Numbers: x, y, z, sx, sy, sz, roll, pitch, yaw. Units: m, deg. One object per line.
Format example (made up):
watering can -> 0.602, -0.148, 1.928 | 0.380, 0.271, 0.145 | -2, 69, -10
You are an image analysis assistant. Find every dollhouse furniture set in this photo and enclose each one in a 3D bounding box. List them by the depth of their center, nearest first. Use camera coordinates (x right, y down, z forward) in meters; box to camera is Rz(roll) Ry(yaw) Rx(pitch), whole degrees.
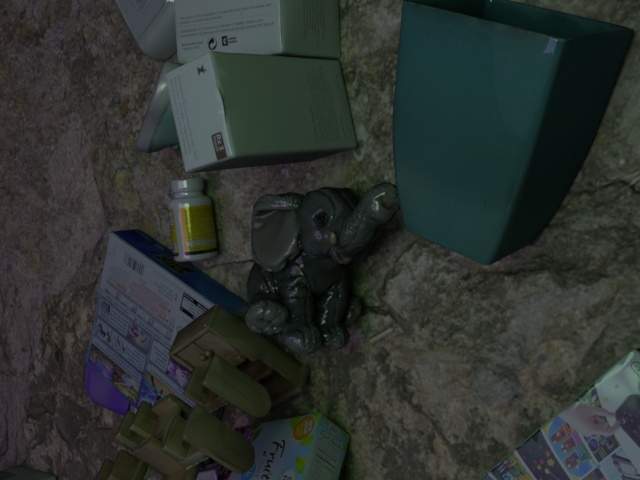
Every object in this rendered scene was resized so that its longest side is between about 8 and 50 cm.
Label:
dollhouse furniture set -> -0.131, 0.230, 1.023 | 0.161, 0.242, 0.212 | 39, 130, -20

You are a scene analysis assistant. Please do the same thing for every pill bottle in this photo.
pill bottle -> -0.186, -0.030, 1.167 | 0.065, 0.065, 0.116 | -2, 96, 39

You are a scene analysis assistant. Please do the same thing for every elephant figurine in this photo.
elephant figurine -> 0.000, 0.000, 0.971 | 0.186, 0.169, 0.239 | 20, 114, 12

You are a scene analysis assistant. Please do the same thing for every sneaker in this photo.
sneaker -> -0.165, -0.155, 1.112 | 0.256, 0.151, 0.094 | 160, 127, -72

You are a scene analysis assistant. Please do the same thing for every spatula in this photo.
spatula -> -0.284, 0.290, 1.320 | 0.296, 0.030, 0.084 | 28, 115, 32

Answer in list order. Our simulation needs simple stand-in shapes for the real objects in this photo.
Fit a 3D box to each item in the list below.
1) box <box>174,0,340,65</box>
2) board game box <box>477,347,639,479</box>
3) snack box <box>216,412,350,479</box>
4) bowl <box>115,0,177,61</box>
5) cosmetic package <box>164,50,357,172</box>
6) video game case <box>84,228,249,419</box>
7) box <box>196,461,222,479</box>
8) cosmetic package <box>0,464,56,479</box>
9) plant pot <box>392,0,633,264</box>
box -> -0.080, -0.311, 1.001 | 0.181, 0.119, 0.182 | 4, 100, 38
board game box -> 0.271, 0.285, 0.777 | 0.303, 0.097, 0.224 | -46, 67, 15
snack box -> -0.067, 0.338, 1.051 | 0.174, 0.207, 0.070 | -20, 130, 40
bowl -> -0.242, -0.347, 1.170 | 0.142, 0.053, 0.142 | -39, 72, 38
cosmetic package -> -0.062, -0.148, 0.940 | 0.085, 0.231, 0.117 | -13, 88, 39
video game case -> -0.244, 0.148, 1.245 | 0.269, 0.061, 0.244 | 31, 114, 32
box -> -0.105, 0.485, 1.187 | 0.067, 0.063, 0.324 | -24, 82, 37
cosmetic package -> -0.595, 0.548, 1.535 | 0.151, 0.151, 0.184 | -3, 96, 39
plant pot -> 0.173, -0.108, 0.808 | 0.165, 0.165, 0.234 | 25, 119, 33
